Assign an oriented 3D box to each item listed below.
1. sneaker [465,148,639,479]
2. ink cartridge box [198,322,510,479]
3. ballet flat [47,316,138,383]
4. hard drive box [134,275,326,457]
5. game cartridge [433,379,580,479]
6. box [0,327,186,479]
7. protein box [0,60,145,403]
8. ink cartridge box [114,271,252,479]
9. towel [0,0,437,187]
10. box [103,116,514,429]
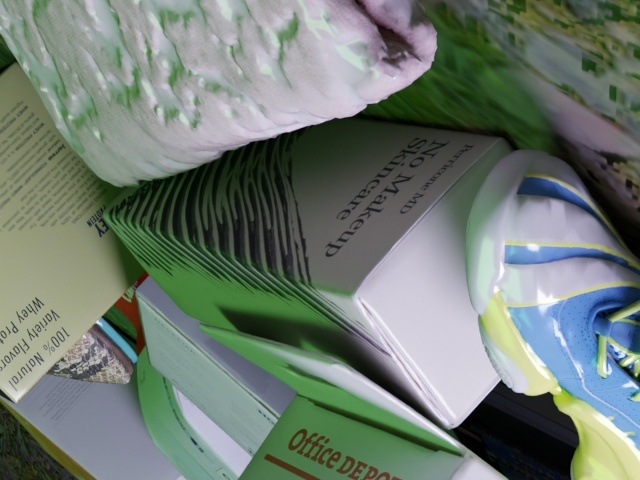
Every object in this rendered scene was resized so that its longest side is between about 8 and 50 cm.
[{"bbox_3d":[0.154,0.054,0.588,0.126,0.091,0.240,3,140,38],"label":"sneaker"},{"bbox_3d":[0.070,0.193,0.721,0.353,0.119,0.207,38,167,-20],"label":"ink cartridge box"},{"bbox_3d":[-0.388,-0.009,1.359,0.483,0.182,0.164,55,163,-13],"label":"ballet flat"},{"bbox_3d":[-0.053,0.101,1.125,0.181,0.089,0.232,40,163,8],"label":"hard drive box"},{"bbox_3d":[0.201,0.185,0.811,0.355,0.068,0.230,24,159,47],"label":"game cartridge"},{"bbox_3d":[-0.249,0.255,1.807,0.345,0.168,0.215,31,159,34],"label":"box"},{"bbox_3d":[-0.273,-0.007,1.170,0.201,0.200,0.136,48,163,-17],"label":"protein box"},{"bbox_3d":[-0.173,0.146,1.489,0.385,0.091,0.308,45,162,1],"label":"ink cartridge box"},{"bbox_3d":[-0.124,-0.167,0.616,0.317,0.053,0.332,53,158,-13],"label":"towel"},{"bbox_3d":[0.000,0.000,0.725,0.275,0.113,0.094,13,145,56],"label":"box"}]
